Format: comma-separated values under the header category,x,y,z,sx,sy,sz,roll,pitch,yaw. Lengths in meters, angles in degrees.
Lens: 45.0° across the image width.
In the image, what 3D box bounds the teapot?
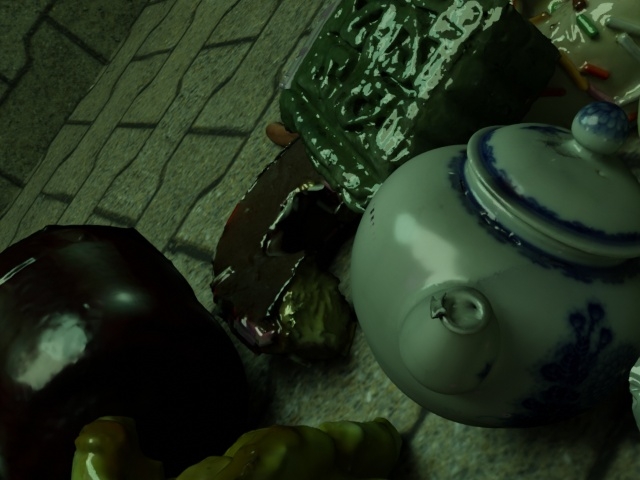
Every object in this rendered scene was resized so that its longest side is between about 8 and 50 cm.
category,x,y,z,sx,sy,sz,roll,pitch,yaw
teapot,0.163,0.007,0.632,0.424,0.252,0.280,-36,-23,-52

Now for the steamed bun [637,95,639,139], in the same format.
category,x,y,z,sx,sy,sz,roll,pitch,yaw
steamed bun,0.391,-0.086,0.501,0.272,0.273,0.290,-46,33,-20

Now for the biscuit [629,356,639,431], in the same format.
category,x,y,z,sx,sy,sz,roll,pitch,yaw
biscuit,0.306,0.182,0.394,0.309,0.186,0.079,-110,26,-54

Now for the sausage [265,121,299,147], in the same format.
category,x,y,z,sx,sy,sz,roll,pitch,yaw
sausage,-0.047,-0.178,1.302,0.047,0.040,0.177,-58,31,-7

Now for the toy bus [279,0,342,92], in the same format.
category,x,y,z,sx,sy,sz,roll,pitch,yaw
toy bus,0.039,-0.251,1.174,0.142,0.142,0.202,10,66,49

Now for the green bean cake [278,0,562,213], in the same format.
category,x,y,z,sx,sy,sz,roll,pitch,yaw
green bean cake,0.083,-0.159,0.804,0.255,0.132,0.241,-53,45,17

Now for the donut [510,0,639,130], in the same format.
category,x,y,z,sx,sy,sz,roll,pitch,yaw
donut,0.271,-0.266,0.891,0.383,0.142,0.382,-33,38,30

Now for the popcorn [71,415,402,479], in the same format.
category,x,y,z,sx,sy,sz,roll,pitch,yaw
popcorn,-0.054,0.292,0.665,0.326,0.321,0.289,-42,47,47

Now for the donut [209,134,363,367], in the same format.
category,x,y,z,sx,sy,sz,roll,pitch,yaw
donut,-0.010,-0.007,1.000,0.259,0.136,0.345,12,67,55

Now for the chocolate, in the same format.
category,x,y,z,sx,sy,sz,roll,pitch,yaw
chocolate,-0.250,0.188,0.961,0.331,0.384,0.383,26,79,40
